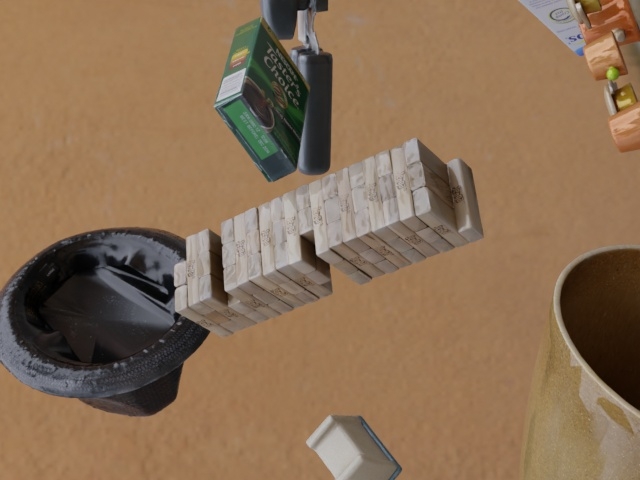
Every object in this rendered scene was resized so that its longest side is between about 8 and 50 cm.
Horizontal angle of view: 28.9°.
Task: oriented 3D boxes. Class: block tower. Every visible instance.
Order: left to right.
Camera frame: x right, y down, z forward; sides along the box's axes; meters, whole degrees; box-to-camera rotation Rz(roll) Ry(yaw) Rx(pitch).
[{"bbox_3d":[0.000,0.000,1.320,0.335,0.097,0.091,-22,57,25],"label":"block tower"}]

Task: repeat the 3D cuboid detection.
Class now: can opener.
[{"bbox_3d":[-0.028,-0.222,1.582,0.074,0.093,0.280,-128,32,-66],"label":"can opener"}]

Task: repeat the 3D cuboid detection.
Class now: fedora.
[{"bbox_3d":[-0.274,0.127,1.659,0.334,0.334,0.152,-118,12,-50],"label":"fedora"}]

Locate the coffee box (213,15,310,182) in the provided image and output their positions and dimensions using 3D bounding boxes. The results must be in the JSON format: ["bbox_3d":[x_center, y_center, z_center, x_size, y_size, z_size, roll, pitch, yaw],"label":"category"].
[{"bbox_3d":[-0.061,-0.160,1.375,0.040,0.113,0.184,-24,29,21],"label":"coffee box"}]

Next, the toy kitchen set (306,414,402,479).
[{"bbox_3d":[0.023,0.311,1.286,0.207,0.122,0.166,-52,52,14],"label":"toy kitchen set"}]

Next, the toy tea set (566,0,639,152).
[{"bbox_3d":[0.495,-0.287,1.972,0.124,0.200,0.336,-20,74,18],"label":"toy tea set"}]

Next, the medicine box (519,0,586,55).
[{"bbox_3d":[0.449,-0.517,2.184,0.149,0.289,0.263,-15,60,37],"label":"medicine box"}]

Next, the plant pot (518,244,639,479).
[{"bbox_3d":[0.251,0.173,0.974,0.237,0.237,0.254,-114,33,-46],"label":"plant pot"}]
